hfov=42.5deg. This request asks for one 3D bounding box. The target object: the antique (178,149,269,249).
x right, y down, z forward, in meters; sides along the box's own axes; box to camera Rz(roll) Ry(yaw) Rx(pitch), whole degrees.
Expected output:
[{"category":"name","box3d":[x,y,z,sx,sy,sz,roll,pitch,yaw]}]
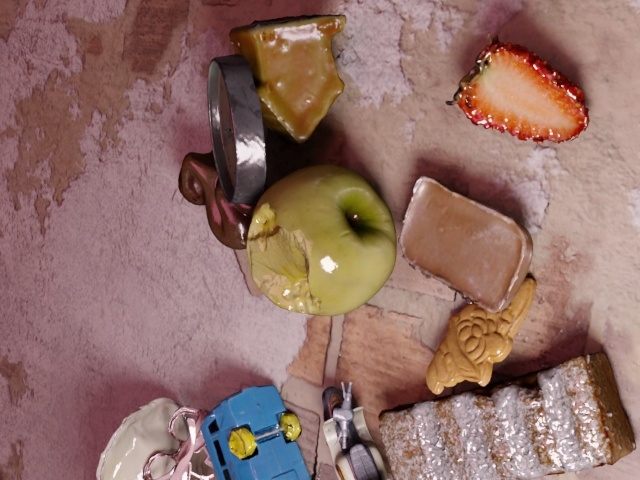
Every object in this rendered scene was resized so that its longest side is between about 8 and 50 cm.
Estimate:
[{"category":"antique","box3d":[-0.203,-0.088,1.702,0.257,0.121,0.143,41,125,21]}]

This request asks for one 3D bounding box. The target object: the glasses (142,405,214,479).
[{"category":"glasses","box3d":[-0.257,0.454,1.721,0.255,0.162,0.095,-61,17,-8]}]

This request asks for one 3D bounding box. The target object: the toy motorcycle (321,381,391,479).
[{"category":"toy motorcycle","box3d":[0.065,0.380,1.493,0.157,0.091,0.263,96,153,-66]}]

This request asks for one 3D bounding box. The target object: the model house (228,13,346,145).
[{"category":"model house","box3d":[-0.065,-0.305,1.572,0.268,0.173,0.239,-153,54,-66]}]

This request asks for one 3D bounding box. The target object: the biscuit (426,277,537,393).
[{"category":"biscuit","box3d":[0.262,0.154,1.352,0.250,0.035,0.162,-48,33,9]}]

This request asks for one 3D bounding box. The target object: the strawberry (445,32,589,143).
[{"category":"strawberry","box3d":[0.323,-0.228,1.311,0.208,0.087,0.167,37,138,4]}]

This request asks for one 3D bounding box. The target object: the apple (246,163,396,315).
[{"category":"apple","box3d":[0.000,0.000,1.461,0.279,0.279,0.279,2,94,38]}]

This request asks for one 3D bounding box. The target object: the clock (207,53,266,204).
[{"category":"clock","box3d":[-0.159,-0.202,1.519,0.280,0.055,0.280,172,90,-75]}]

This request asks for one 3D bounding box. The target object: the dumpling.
[{"category":"dumpling","box3d":[-0.405,0.535,1.797,0.181,0.260,0.341,41,111,22]}]

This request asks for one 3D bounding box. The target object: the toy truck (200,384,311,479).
[{"category":"toy truck","box3d":[-0.107,0.487,1.627,0.162,0.161,0.385,-33,73,44]}]

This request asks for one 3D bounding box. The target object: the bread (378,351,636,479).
[{"category":"bread","box3d":[0.283,0.310,1.339,0.416,0.113,0.165,-26,75,37]}]

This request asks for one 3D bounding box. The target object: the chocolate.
[{"category":"chocolate","box3d":[0.249,0.006,1.368,0.261,0.083,0.161,37,113,41]}]
